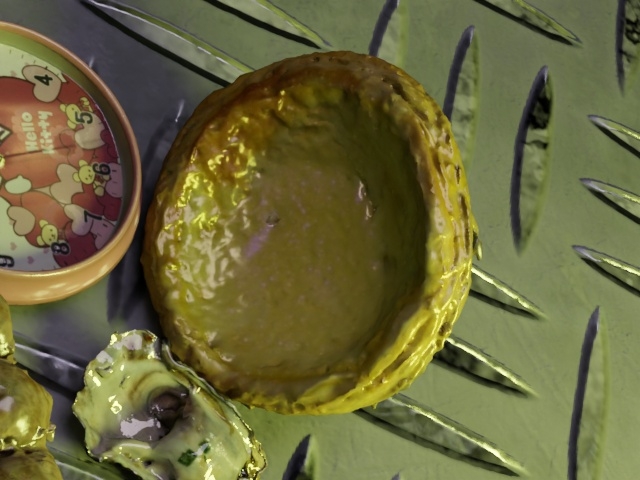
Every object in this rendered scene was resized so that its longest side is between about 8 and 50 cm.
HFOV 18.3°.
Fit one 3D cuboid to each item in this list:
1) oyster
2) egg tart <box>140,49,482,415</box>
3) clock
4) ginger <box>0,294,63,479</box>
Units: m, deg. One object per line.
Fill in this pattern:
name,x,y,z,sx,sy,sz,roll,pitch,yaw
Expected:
oyster,-0.110,0.147,1.458,0.165,0.053,0.108,39,52,-6
egg tart,0.000,0.000,1.529,0.123,0.294,0.294,31,37,-63
clock,-0.245,-0.061,1.500,0.244,0.056,0.244,16,57,-25
ginger,-0.232,0.120,1.376,0.104,0.080,0.204,2,63,-26
